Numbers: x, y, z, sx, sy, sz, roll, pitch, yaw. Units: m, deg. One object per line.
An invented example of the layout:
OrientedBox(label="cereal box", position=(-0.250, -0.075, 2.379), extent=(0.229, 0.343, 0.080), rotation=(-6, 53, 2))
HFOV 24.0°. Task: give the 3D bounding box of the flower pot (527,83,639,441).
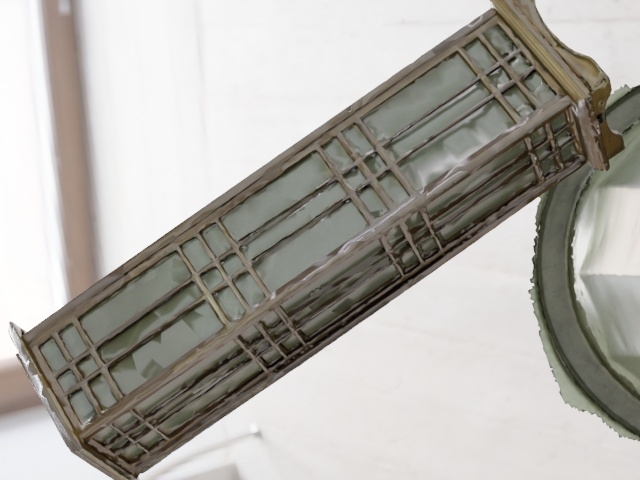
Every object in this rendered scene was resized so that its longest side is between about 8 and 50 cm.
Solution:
OrientedBox(label="flower pot", position=(0.276, 0.019, 0.915), extent=(0.259, 0.290, 0.290), rotation=(-12, -89, -87))

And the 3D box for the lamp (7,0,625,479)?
OrientedBox(label="lamp", position=(0.000, 0.000, 0.789), extent=(0.090, 0.325, 0.089), rotation=(54, 180, 28))
